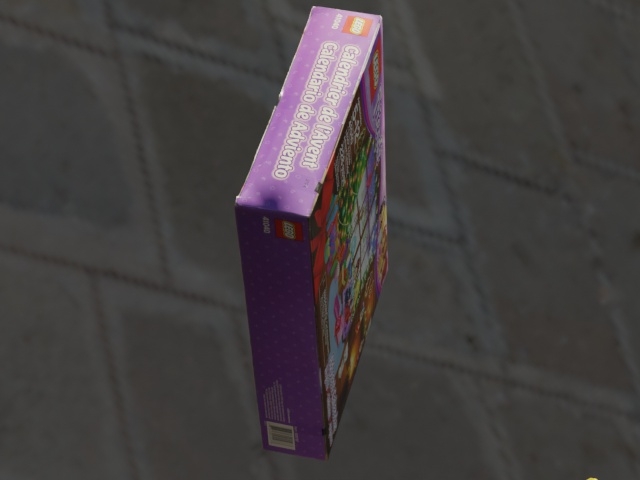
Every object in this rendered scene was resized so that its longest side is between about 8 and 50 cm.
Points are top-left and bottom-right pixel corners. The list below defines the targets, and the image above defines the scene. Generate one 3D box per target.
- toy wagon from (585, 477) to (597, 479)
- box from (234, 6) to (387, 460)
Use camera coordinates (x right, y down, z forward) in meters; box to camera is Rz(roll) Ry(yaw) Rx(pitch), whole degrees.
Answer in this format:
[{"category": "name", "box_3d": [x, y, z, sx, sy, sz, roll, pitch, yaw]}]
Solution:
[{"category": "toy wagon", "box_3d": [0.285, 0.277, 1.250, 0.344, 0.267, 0.068, 33, 48, -8]}, {"category": "box", "box_3d": [0.000, 0.000, 1.449, 0.057, 0.293, 0.201, 10, 51, 11]}]
